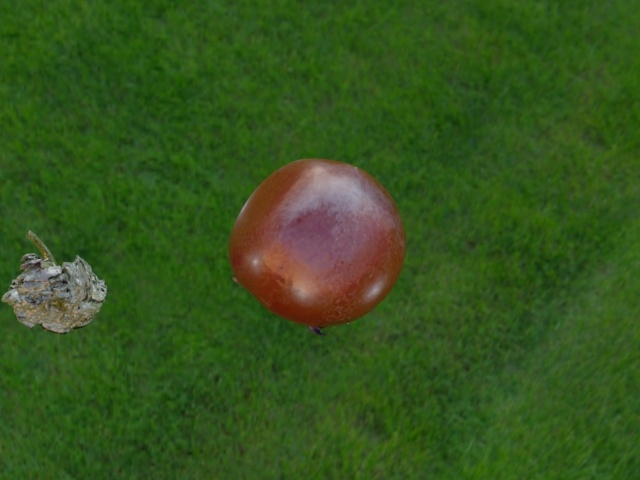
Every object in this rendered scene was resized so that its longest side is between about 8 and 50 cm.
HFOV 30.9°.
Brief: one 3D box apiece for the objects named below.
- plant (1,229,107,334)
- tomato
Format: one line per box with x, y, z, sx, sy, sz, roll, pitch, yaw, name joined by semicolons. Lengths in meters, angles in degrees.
-0.317;0.047;1.369;0.116;0.104;0.122;25;37;-46;plant
0.000;0.000;1.095;0.167;0.167;0.167;5;54;-7;tomato
